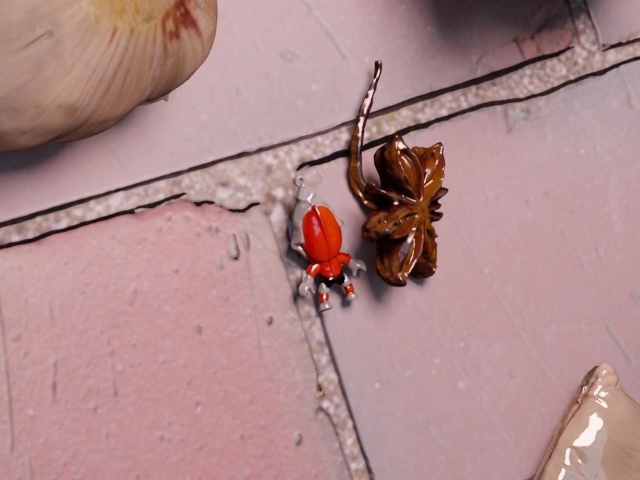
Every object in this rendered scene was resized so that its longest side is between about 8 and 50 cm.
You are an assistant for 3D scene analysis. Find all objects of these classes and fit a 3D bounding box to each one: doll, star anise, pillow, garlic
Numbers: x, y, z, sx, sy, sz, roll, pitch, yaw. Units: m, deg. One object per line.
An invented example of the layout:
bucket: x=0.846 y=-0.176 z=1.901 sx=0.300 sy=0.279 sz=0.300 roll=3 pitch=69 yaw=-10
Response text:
doll: x=0.000 y=0.000 z=1.385 sx=0.057 sy=0.039 sz=0.114 roll=-17 pitch=100 yaw=4
star anise: x=0.061 y=-0.055 z=1.405 sx=0.097 sy=0.070 sz=0.191 roll=13 pitch=76 yaw=-48
pillow: x=0.291 y=0.251 z=1.462 sx=0.270 sy=0.067 sz=0.173 roll=39 pitch=73 yaw=-16
garlic: x=-0.197 y=-0.220 z=1.221 sx=0.322 sy=0.241 sz=0.322 roll=-21 pitch=133 yaw=-25
